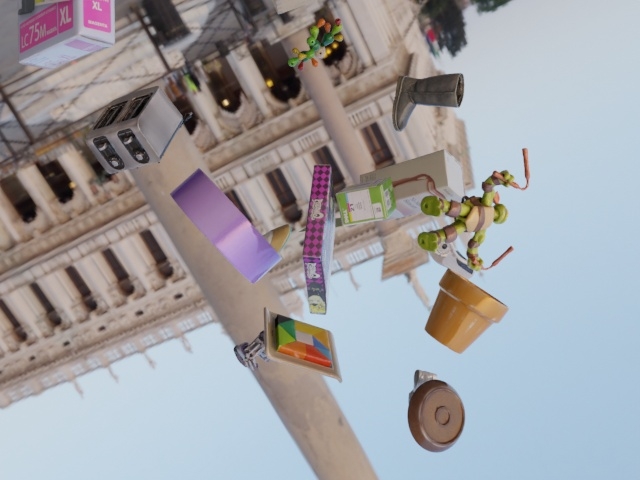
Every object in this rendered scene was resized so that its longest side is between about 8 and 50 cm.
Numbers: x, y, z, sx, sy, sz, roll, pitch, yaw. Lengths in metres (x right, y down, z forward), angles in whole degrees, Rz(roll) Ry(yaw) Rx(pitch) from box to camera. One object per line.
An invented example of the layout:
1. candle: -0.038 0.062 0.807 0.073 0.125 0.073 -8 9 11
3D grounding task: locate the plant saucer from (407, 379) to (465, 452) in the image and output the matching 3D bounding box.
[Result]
1. plant saucer: 0.281 0.413 1.512 0.168 0.168 0.029 -37 -173 -29

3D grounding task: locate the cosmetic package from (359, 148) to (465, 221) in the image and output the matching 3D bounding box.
1. cosmetic package: 0.288 -0.166 2.018 0.296 0.129 0.153 -16 156 31

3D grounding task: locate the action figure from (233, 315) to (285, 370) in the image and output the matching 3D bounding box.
1. action figure: -0.169 0.321 1.953 0.185 0.099 0.285 -26 172 -27

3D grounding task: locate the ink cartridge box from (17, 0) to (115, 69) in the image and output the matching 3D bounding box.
1. ink cartridge box: -0.356 -0.410 0.886 0.186 0.311 0.065 0 178 42

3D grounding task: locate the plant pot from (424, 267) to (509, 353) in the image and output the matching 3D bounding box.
1. plant pot: 0.401 0.213 1.839 0.188 0.205 0.205 -57 -165 6

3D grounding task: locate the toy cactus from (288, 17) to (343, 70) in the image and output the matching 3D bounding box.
1. toy cactus: -0.005 -0.647 2.159 0.219 0.112 0.180 -47 175 7

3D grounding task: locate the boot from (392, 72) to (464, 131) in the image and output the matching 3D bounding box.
1. boot: 0.328 -0.418 1.957 0.208 0.189 0.076 11 -164 27

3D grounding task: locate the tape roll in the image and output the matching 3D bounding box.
1. tape roll: -0.210 -0.032 1.433 0.090 0.275 0.275 -42 -162 -4

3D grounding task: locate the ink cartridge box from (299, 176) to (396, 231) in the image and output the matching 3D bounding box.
1. ink cartridge box: 0.071 -0.099 1.803 0.255 0.097 0.189 -9 -171 15

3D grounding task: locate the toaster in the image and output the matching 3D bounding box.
1. toaster: -0.419 -0.257 1.474 0.168 0.110 0.185 -7 -135 28

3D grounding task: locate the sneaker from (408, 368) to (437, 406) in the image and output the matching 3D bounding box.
1. sneaker: 0.259 0.392 1.627 0.061 0.152 0.053 6 -145 -5

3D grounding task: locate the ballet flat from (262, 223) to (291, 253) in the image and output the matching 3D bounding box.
1. ballet flat: -0.171 0.030 1.927 0.232 0.073 0.080 -52 -149 33

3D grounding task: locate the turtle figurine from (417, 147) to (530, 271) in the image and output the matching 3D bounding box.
1. turtle figurine: 0.293 -0.057 1.241 0.217 0.269 0.087 -7 -146 -29

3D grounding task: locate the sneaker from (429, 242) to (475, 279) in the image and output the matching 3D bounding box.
1. sneaker: 0.392 0.037 2.055 0.079 0.217 0.121 -46 -156 5

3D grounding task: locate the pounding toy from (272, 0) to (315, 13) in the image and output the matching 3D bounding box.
1. pounding toy: -0.052 -0.584 1.363 0.141 0.130 0.100 -21 158 -4

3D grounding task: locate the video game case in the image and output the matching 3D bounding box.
1. video game case: 0.000 0.000 1.307 0.042 0.210 0.232 2 -126 5

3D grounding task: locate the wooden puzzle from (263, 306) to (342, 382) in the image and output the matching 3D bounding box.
1. wooden puzzle: -0.048 0.280 1.772 0.044 0.239 0.221 -59 -162 20
